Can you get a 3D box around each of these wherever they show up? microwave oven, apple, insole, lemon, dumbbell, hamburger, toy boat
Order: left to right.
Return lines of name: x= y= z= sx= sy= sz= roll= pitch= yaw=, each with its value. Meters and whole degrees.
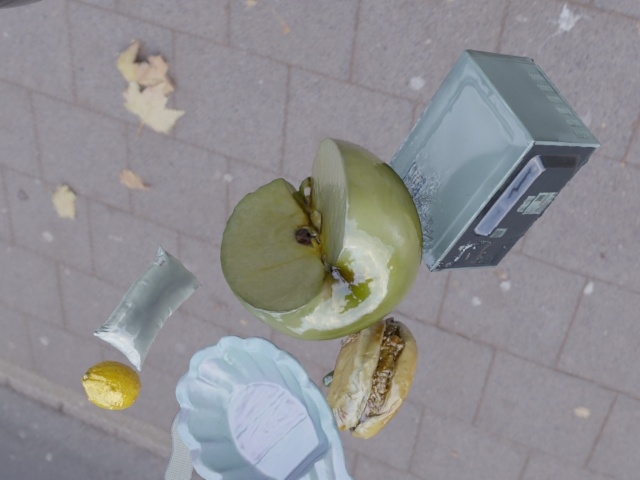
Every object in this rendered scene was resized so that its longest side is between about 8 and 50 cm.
lemon: x=-0.498 y=0.344 z=2.155 sx=0.155 sy=0.114 sz=0.114 roll=25 pitch=140 yaw=-35
insole: x=-0.308 y=0.474 z=2.058 sx=0.086 sy=0.005 sz=0.253 roll=18 pitch=121 yaw=3
toy boat: x=-0.057 y=0.252 z=1.165 sx=0.199 sy=0.100 sz=0.290 roll=-47 pitch=68 yaw=12
apple: x=0.018 y=0.006 z=1.348 sx=0.295 sy=0.258 sz=0.233 roll=-43 pitch=122 yaw=17
dumbbell: x=0.049 y=0.308 z=1.756 sx=0.046 sy=0.052 sz=0.118 roll=-43 pitch=61 yaw=24
hamburger: x=0.081 y=0.226 z=1.521 sx=0.108 sy=0.214 sz=0.214 roll=23 pitch=132 yaw=-11
microwave oven: x=0.266 y=-0.121 z=1.462 sx=0.295 sy=0.181 sz=0.237 roll=-57 pitch=49 yaw=38

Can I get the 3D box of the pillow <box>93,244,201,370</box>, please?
pillow: x=-0.368 y=0.147 z=1.959 sx=0.078 sy=0.254 sz=0.144 roll=5 pitch=142 yaw=41

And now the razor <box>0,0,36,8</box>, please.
razor: x=-0.507 y=-0.455 z=1.493 sx=0.204 sy=0.349 sz=0.113 roll=-20 pitch=97 yaw=19
